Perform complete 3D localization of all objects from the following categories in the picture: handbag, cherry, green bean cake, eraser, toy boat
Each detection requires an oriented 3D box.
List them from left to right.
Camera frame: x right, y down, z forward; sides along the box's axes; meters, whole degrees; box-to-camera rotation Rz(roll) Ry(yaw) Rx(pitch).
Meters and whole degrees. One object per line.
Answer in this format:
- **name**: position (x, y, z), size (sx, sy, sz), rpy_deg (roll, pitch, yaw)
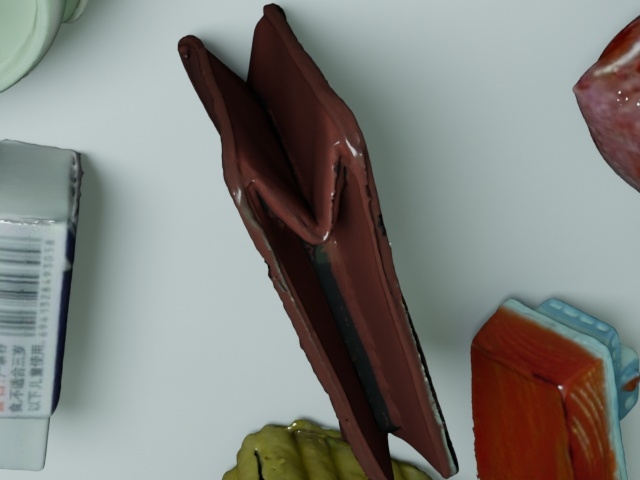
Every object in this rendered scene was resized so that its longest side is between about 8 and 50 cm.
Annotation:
- **eraser**: position (-0.216, 0.048, 0.668), size (0.068, 0.124, 0.210), rpy_deg (5, 118, -17)
- **green bean cake**: position (-0.005, 0.298, 0.861), size (0.230, 0.131, 0.224), rpy_deg (23, 109, -21)
- **handbag**: position (-0.001, 0.000, 0.617), size (0.084, 0.260, 0.275), rpy_deg (-22, 123, -4)
- **toy boat**: position (0.234, 0.200, 0.869), size (0.133, 0.145, 0.331), rpy_deg (-32, 127, -28)
- **cherry**: position (0.302, -0.105, 0.680), size (0.250, 0.175, 0.192), rpy_deg (0, 135, -11)

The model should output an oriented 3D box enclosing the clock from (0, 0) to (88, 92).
- **clock**: position (-0.250, -0.169, 0.482), size (0.265, 0.108, 0.324), rpy_deg (-5, 154, -7)
